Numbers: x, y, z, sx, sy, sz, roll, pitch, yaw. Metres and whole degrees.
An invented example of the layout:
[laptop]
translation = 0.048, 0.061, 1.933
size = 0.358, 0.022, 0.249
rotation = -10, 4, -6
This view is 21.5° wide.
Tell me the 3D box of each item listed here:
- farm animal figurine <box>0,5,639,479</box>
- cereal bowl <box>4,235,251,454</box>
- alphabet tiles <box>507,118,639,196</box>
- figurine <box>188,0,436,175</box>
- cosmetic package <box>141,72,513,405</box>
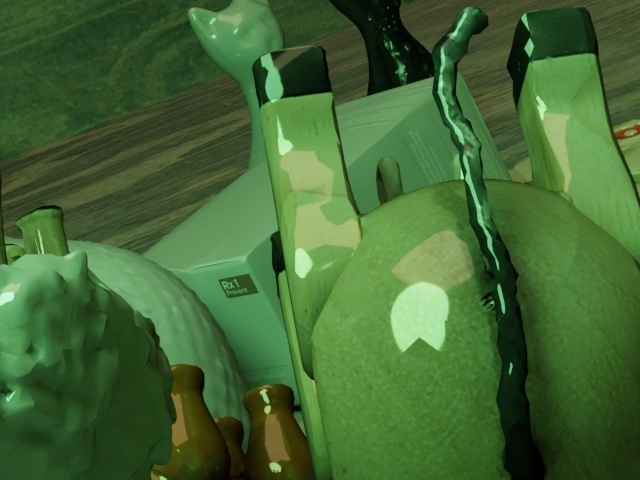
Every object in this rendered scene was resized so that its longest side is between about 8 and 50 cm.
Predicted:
[farm animal figurine]
translation = 0.067, 0.071, 0.488
size = 0.330, 0.172, 0.327
rotation = -17, -28, 12
[cereal bowl]
translation = -0.211, 0.086, 0.827
size = 0.339, 0.141, 0.339
rotation = -19, 14, 5
[alphabet tiles]
translation = 0.178, -0.023, 1.082
size = 0.284, 0.021, 0.278
rotation = -20, 15, -1
[figurine]
translation = 0.005, -0.124, 1.339
size = 0.215, 0.209, 0.092
rotation = -29, 15, -34
[cosmetic package]
translation = 0.000, 0.000, 1.010
size = 0.127, 0.107, 0.238
rotation = -10, 26, 45
